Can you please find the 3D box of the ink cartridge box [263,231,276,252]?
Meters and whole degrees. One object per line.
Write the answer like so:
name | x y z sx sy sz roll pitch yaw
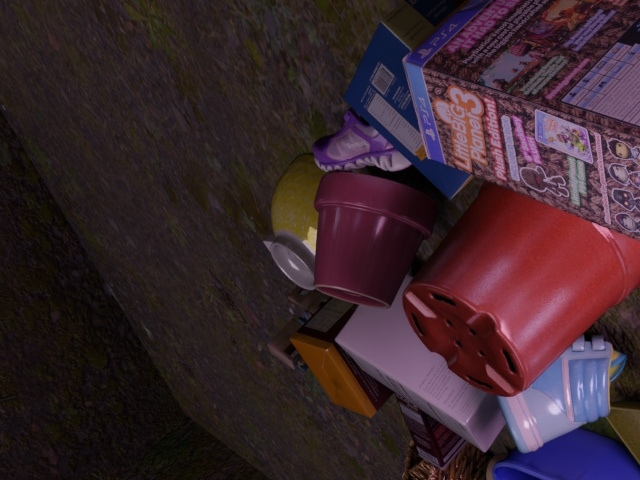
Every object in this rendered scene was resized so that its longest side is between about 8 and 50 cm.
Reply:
ink cartridge box | -0.049 0.025 2.099 0.180 0.060 0.104 5 135 57

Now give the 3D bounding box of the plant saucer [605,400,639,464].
plant saucer | 0.558 0.318 1.566 0.188 0.045 0.188 52 157 -15

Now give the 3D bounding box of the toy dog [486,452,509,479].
toy dog | 0.448 0.603 2.082 0.334 0.161 0.220 50 157 -10

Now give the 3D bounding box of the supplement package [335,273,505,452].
supplement package | 0.207 0.206 1.776 0.293 0.177 0.175 31 169 32

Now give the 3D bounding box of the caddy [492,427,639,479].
caddy | 0.468 0.477 1.817 0.341 0.179 0.241 10 140 54

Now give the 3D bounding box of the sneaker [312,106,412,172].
sneaker | 0.066 -0.168 1.557 0.236 0.095 0.105 1 125 53

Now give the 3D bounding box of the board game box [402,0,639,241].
board game box | 0.275 -0.159 1.017 0.291 0.232 0.141 28 151 38

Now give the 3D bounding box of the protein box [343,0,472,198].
protein box | 0.164 -0.196 1.268 0.201 0.136 0.200 44 157 5

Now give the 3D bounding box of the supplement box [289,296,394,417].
supplement box | 0.082 0.211 2.011 0.129 0.194 0.191 10 139 54

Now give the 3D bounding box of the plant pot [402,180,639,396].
plant pot | 0.266 0.048 1.334 0.272 0.265 0.272 38 156 20

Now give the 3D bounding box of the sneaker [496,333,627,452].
sneaker | 0.356 0.156 1.569 0.127 0.208 0.319 52 -160 -63

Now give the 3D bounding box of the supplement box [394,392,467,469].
supplement box | 0.240 0.348 2.053 0.073 0.130 0.239 26 149 40

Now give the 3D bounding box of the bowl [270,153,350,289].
bowl | 0.000 0.000 1.854 0.289 0.156 0.289 37 156 19

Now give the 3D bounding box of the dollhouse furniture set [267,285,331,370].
dollhouse furniture set | -0.037 0.207 2.223 0.129 0.183 0.129 31 153 31

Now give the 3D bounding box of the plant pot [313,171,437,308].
plant pot | 0.073 0.006 1.611 0.201 0.180 0.201 15 170 3

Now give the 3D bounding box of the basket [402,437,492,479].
basket | 0.256 0.560 2.271 0.223 0.213 0.299 41 157 9
